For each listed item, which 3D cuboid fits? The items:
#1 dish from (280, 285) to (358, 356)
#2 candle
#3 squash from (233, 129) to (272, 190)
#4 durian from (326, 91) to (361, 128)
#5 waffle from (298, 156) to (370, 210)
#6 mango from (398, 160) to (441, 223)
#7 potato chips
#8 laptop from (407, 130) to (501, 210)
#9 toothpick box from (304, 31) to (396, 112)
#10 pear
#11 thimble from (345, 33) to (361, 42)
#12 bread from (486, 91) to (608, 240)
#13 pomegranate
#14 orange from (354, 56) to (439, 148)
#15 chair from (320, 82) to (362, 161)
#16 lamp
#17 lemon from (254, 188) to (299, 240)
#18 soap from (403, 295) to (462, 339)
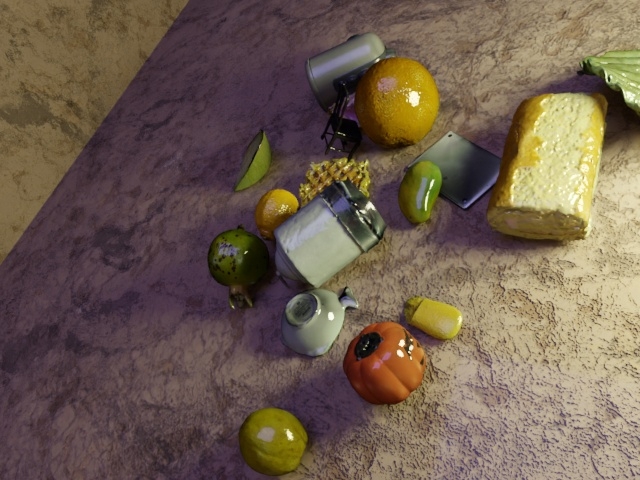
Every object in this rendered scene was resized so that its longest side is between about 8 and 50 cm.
[{"bbox_3d":[-0.024,0.199,1.386,0.246,0.078,0.224,-33,45,6],"label":"dish"},{"bbox_3d":[0.000,0.000,1.422,0.342,0.221,0.221,-38,46,2],"label":"candle"},{"bbox_3d":[-0.259,-0.328,1.879,0.203,0.155,0.237,-8,55,25],"label":"squash"},{"bbox_3d":[0.134,-0.468,1.756,0.182,0.132,0.165,-47,38,-5],"label":"durian"},{"bbox_3d":[0.043,-0.166,1.618,0.245,0.052,0.254,-4,56,22],"label":"waffle"},{"bbox_3d":[0.279,-0.141,1.443,0.122,0.085,0.191,12,71,40],"label":"mango"},{"bbox_3d":[0.825,-0.393,1.227,0.388,0.097,0.373,-12,47,-15],"label":"potato chips"},{"bbox_3d":[0.401,-0.214,1.477,0.187,0.015,0.269,-41,46,-2],"label":"laptop"},{"bbox_3d":[0.121,-0.607,1.803,0.316,0.229,0.229,-20,49,17],"label":"toothpick box"},{"bbox_3d":[-0.110,0.475,1.189,0.162,0.149,0.149,14,64,18],"label":"pear"},{"bbox_3d":[0.144,-0.722,1.947,0.135,0.118,0.090,18,66,37],"label":"thimble"},{"bbox_3d":[0.561,-0.182,1.250,0.236,0.165,0.376,5,61,32],"label":"bread"},{"bbox_3d":[-0.238,0.081,1.551,0.198,0.198,0.246,-33,81,6],"label":"pomegranate"},{"bbox_3d":[0.236,-0.425,1.568,0.274,0.274,0.275,-17,50,21],"label":"orange"},{"bbox_3d":[0.086,-0.387,1.648,0.229,0.113,0.106,118,150,-41],"label":"chair"},{"bbox_3d":[0.151,0.287,1.159,0.187,0.164,0.188,-35,22,16],"label":"lamp"},{"bbox_3d":[-0.144,-0.084,1.630,0.142,0.142,0.187,9,67,36],"label":"lemon"},{"bbox_3d":[0.268,0.188,1.244,0.168,0.033,0.089,15,64,39],"label":"soap"}]
